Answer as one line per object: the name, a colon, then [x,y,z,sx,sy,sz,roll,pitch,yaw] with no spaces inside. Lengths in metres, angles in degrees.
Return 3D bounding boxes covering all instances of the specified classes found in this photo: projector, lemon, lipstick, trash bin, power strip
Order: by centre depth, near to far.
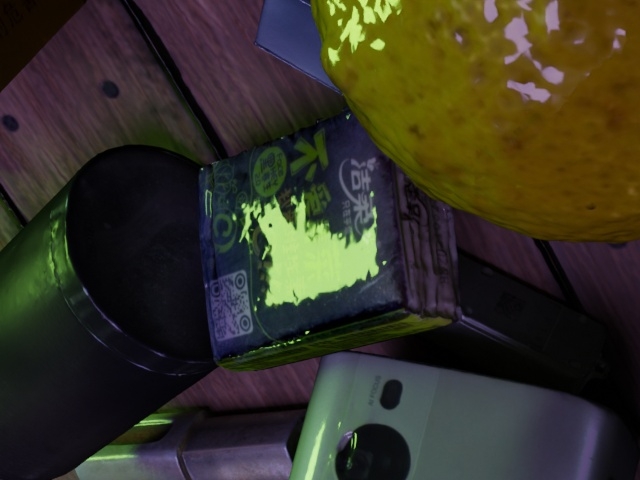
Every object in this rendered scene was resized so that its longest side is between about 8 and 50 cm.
lemon: [0.170,-0.179,0.991,0.350,0.350,0.387,45,141,-10]
projector: [0.105,0.248,1.363,0.248,0.249,0.248,10,164,21]
power strip: [0.110,0.051,1.384,0.272,0.078,0.052,26,131,7]
trash bin: [-0.206,0.075,1.492,0.252,0.203,0.301,9,148,-37]
lipstick: [-0.116,0.210,1.628,0.253,0.079,0.077,-7,121,33]

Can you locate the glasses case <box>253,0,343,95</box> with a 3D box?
glasses case: [0.080,-0.127,1.291,0.266,0.056,0.105,30,157,4]

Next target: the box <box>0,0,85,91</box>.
box: [-0.377,-0.278,1.266,0.116,0.264,0.415,-14,119,36]

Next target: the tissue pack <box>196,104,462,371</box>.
tissue pack: [0.000,0.000,1.306,0.235,0.073,0.173,-18,73,45]
